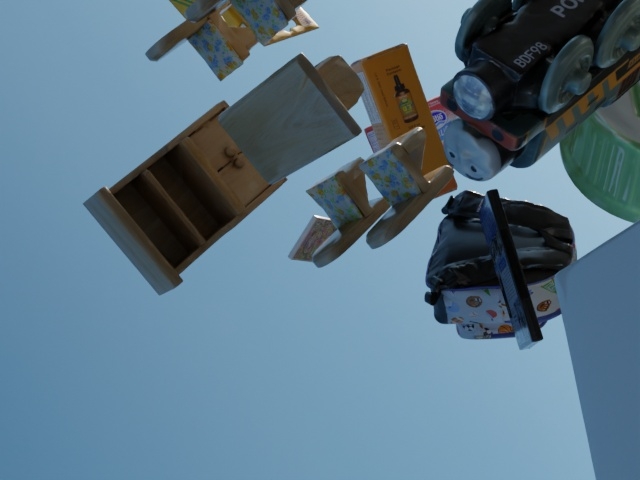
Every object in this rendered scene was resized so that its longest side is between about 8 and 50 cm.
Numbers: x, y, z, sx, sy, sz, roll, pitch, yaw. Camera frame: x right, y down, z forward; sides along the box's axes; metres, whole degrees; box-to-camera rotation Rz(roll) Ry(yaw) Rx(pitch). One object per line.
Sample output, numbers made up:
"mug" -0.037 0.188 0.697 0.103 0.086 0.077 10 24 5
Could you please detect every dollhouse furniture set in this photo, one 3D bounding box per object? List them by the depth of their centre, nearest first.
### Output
"dollhouse furniture set" -0.109 -0.106 1.362 0.362 0.394 0.256 51 -122 -10

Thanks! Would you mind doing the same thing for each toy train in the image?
"toy train" 0.247 -0.190 1.045 0.334 0.142 0.190 -40 -28 -29

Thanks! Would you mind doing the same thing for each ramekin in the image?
"ramekin" 0.502 -0.181 1.488 0.148 0.303 0.303 77 -145 -56

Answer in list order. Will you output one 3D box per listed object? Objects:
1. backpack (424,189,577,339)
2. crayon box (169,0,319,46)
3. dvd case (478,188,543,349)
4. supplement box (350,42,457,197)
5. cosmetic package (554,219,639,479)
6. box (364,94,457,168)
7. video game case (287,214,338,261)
"backpack" 0.346 0.058 1.921 0.276 0.263 0.213 -72 -34 -42
"crayon box" -0.175 -0.440 1.774 0.323 0.083 0.203 48 -147 4
"dvd case" 0.311 0.052 1.711 0.180 0.022 0.253 68 -173 -79
"supplement box" 0.124 -0.172 1.555 0.078 0.080 0.233 -22 -80 -10
"cosmetic package" 0.495 0.128 0.963 0.394 0.327 0.329 6 -117 -24
"box" 0.223 -0.193 1.828 0.123 0.257 0.128 -30 -82 -50
"video game case" 0.000 0.000 1.800 0.087 0.011 0.122 -58 -28 13
